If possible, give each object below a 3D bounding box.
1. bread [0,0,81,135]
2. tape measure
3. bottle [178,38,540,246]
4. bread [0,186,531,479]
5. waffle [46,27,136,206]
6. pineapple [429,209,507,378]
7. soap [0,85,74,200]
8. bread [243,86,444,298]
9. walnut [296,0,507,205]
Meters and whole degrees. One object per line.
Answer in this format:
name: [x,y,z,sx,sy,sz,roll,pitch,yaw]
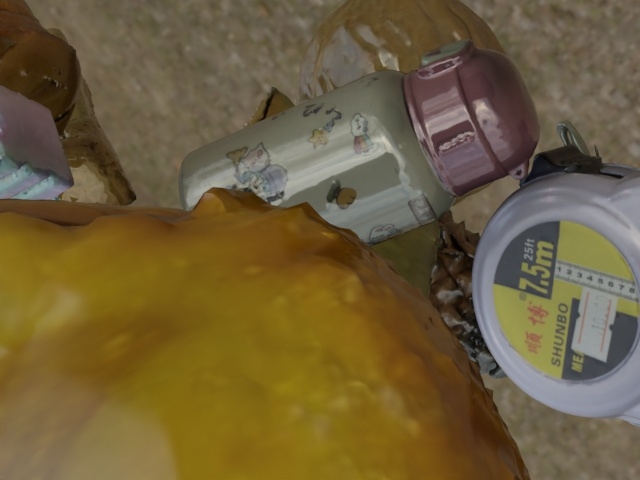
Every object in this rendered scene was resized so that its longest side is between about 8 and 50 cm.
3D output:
bread: [-0.296,-0.099,0.974,0.142,0.270,0.195,58,137,24]
tape measure: [0.197,0.026,1.016,0.178,0.105,0.196,21,114,34]
bottle: [0.030,-0.051,0.969,0.110,0.233,0.110,55,-159,-34]
bread: [-0.048,0.172,0.531,0.394,0.250,0.361,123,138,-63]
waffle: [-0.350,-0.075,1.246,0.304,0.348,0.077,-121,21,-59]
pineapple: [0.141,0.064,1.557,0.357,0.222,0.223,12,153,13]
soap: [-0.219,-0.026,0.847,0.100,0.149,0.056,26,-139,-63]
bread: [0.000,0.000,1.279,0.248,0.279,0.315,31,167,-15]
walnut: [0.076,-0.128,1.307,0.213,0.213,0.213,44,164,16]
